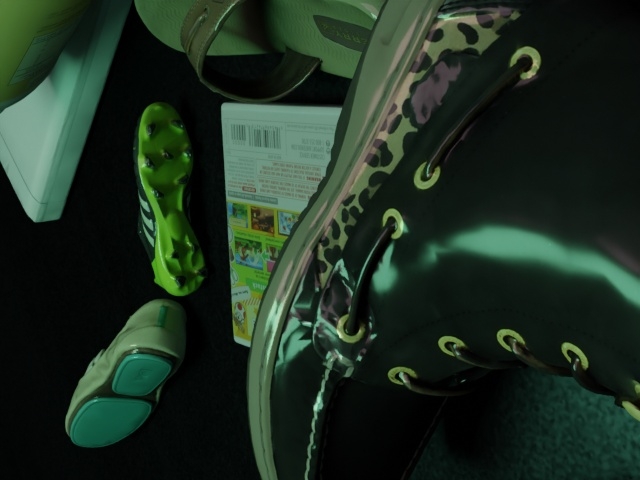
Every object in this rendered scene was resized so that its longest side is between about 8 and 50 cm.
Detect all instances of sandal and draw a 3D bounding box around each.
[{"bbox_3d":[-0.046,-0.143,0.671,0.303,0.120,0.086,22,74,47],"label":"sandal"}]

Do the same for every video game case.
[{"bbox_3d":[0.000,0.000,0.740,0.227,0.026,0.206,11,107,50],"label":"video game case"}]

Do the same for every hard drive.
[{"bbox_3d":[-0.303,-0.221,1.059,0.233,0.047,0.353,57,137,26],"label":"hard drive"}]

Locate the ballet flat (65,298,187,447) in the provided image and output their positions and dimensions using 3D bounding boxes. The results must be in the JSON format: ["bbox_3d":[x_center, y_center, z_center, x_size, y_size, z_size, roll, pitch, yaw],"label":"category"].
[{"bbox_3d":[-0.198,0.135,0.998,0.248,0.086,0.086,-46,63,46],"label":"ballet flat"}]

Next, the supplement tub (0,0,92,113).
[{"bbox_3d":[-0.308,-0.251,0.821,0.331,0.241,0.241,-36,70,50],"label":"supplement tub"}]

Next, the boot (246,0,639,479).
[{"bbox_3d":[0.114,0.050,0.502,0.284,0.138,0.377,34,111,42],"label":"boot"}]

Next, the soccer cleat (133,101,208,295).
[{"bbox_3d":[-0.147,-0.036,0.893,0.072,0.060,0.178,6,106,53],"label":"soccer cleat"}]
